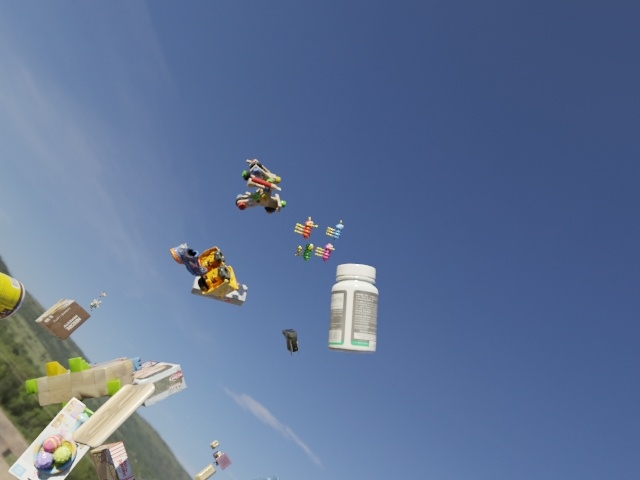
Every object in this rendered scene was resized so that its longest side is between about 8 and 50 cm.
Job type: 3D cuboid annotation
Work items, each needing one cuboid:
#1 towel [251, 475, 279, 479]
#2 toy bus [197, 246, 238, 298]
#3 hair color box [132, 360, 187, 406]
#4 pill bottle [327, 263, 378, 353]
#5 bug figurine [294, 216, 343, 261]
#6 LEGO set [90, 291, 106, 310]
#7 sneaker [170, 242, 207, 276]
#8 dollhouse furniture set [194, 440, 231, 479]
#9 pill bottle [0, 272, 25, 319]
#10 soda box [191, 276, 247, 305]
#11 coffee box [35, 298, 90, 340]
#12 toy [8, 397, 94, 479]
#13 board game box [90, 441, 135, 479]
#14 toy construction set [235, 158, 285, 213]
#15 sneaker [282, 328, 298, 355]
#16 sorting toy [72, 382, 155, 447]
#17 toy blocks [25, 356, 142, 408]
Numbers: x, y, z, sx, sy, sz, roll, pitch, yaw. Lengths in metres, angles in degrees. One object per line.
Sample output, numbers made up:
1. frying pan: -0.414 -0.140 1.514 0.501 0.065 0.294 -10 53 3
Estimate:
1. towel: -0.192 0.822 1.489 0.120 0.067 0.029 22 8 -45
2. toy bus: -0.489 0.171 2.197 0.211 0.150 0.220 40 23 -56
3. hair color box: -0.775 0.636 2.012 0.375 0.186 0.113 -13 -86 49
4. pill bottle: 0.143 0.294 1.909 0.205 0.360 0.204 5 -16 1
5. bug figurine: 0.000 0.000 2.168 0.072 0.279 0.216 30 -70 48
6. LEGO set: -0.848 0.230 1.691 0.054 0.083 0.023 14 -15 39
7. sneaker: -0.578 0.091 2.025 0.083 0.087 0.221 55 2 40
8. dollhouse furniture set: -0.368 0.726 1.447 0.091 0.114 0.081 52 -41 13
9. pill bottle: -0.866 0.119 1.117 0.117 0.117 0.215 33 -15 22
10. soda box: -0.553 0.270 2.453 0.287 0.098 0.091 17 -34 -17
11. coffee box: -1.090 0.330 1.888 0.247 0.141 0.098 -5 -53 50
12. toy: -0.754 0.593 1.291 0.137 0.237 0.056 35 -30 1
13. board game box: -0.669 0.733 1.437 0.194 0.045 0.146 -28 -99 42
14. toy construction set: -0.251 -0.238 2.134 0.238 0.257 0.309 18 1 -21
15. sneaker: -0.119 0.407 1.794 0.170 0.051 0.089 159 -74 -74
16. sorting toy: -0.536 0.454 1.166 0.208 0.193 0.038 -20 -70 48
17. toy blocks: -0.827 0.512 1.667 0.382 0.261 0.190 -12 -95 13
